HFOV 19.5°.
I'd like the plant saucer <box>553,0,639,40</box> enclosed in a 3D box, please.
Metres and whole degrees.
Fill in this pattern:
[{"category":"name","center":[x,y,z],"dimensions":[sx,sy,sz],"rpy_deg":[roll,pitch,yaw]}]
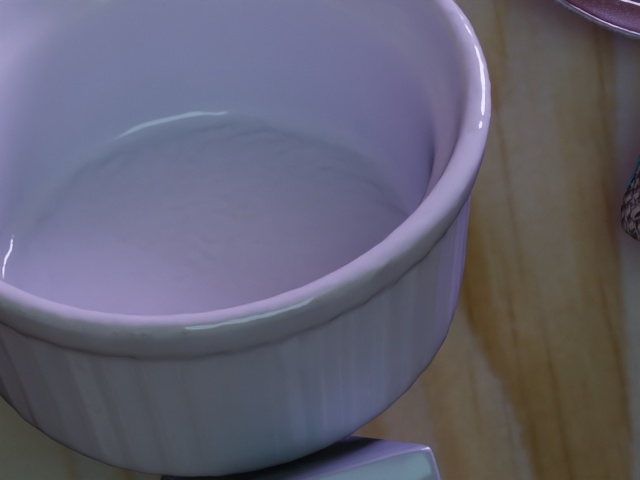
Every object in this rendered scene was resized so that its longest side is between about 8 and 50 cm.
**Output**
[{"category":"plant saucer","center":[0.205,-0.259,1.059],"dimensions":[0.310,0.050,0.311],"rpy_deg":[1,87,-11]}]

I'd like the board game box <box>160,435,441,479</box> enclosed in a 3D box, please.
[{"category":"board game box","center":[0.020,0.252,0.905],"dimensions":[0.097,0.224,0.303],"rpy_deg":[-14,90,-13]}]

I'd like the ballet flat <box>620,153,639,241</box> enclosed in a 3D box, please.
[{"category":"ballet flat","center":[0.370,0.084,1.015],"dimensions":[0.483,0.164,0.182],"rpy_deg":[37,117,3]}]

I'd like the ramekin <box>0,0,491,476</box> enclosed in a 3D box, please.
[{"category":"ramekin","center":[-0.056,-0.021,0.893],"dimensions":[0.277,0.135,0.277],"rpy_deg":[-3,47,3]}]
